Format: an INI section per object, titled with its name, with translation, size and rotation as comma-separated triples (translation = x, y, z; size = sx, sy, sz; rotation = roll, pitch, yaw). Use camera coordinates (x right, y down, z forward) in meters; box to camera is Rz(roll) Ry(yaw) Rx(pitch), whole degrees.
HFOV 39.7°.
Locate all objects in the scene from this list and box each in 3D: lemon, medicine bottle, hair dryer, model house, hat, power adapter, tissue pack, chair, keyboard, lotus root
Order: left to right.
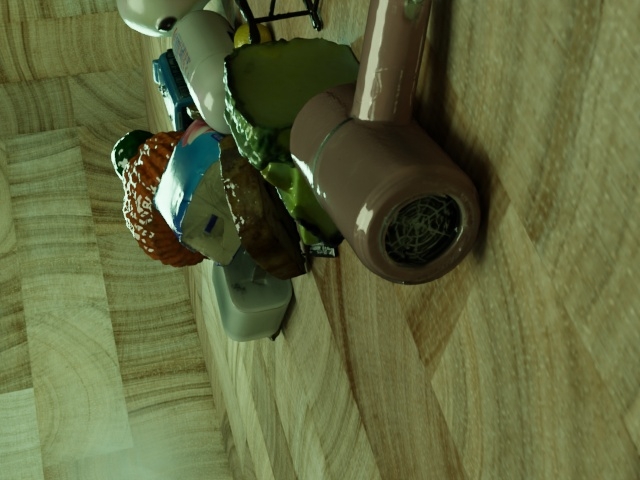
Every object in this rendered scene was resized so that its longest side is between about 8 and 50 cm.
[hat]
translation = -0.309, -0.142, 1.952
size = 0.400, 0.285, 0.285
rotation = -120, 24, -50
[tissue pack]
translation = -0.206, -0.094, 1.612
size = 0.209, 0.137, 0.270
rotation = -63, 27, 7
[medicine bottle]
translation = -0.186, -0.308, 1.635
size = 0.341, 0.130, 0.130
rotation = -117, 22, -52
[power adapter]
translation = -0.132, 0.068, 1.709
size = 0.255, 0.124, 0.187
rotation = 113, 144, -64
[lemon]
translation = -0.109, -0.324, 1.463
size = 0.065, 0.065, 0.092
rotation = 100, 155, -54
[lotus root]
translation = -0.094, -0.052, 1.420
size = 0.170, 0.074, 0.260
rotation = -37, -68, -77
[chair]
translation = -0.066, -0.387, 1.162
size = 0.106, 0.113, 0.229
rotation = 113, 141, -63
[model house]
translation = -0.031, -0.113, 1.086
size = 0.211, 0.170, 0.194
rotation = 93, 159, -43
[keyboard]
translation = 0.000, 0.000, 1.365
size = 0.155, 0.010, 0.053
rotation = 178, 84, -76
[hair dryer]
translation = 0.069, -0.156, 0.795
size = 0.210, 0.125, 0.352
rotation = -121, 32, -54

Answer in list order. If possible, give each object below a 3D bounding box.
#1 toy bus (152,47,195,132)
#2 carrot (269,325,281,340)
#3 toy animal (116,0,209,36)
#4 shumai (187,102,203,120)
[toy bus]
translation = -0.303, -0.350, 2.063
size = 0.246, 0.134, 0.113
rotation = -116, 21, -44
[carrot]
translation = -0.149, 0.089, 1.912
size = 0.070, 0.070, 0.342
rotation = 96, 157, -48
[toy animal]
translation = -0.307, -0.546, 1.783
size = 0.212, 0.213, 0.266
rotation = -130, 37, -64
[shumai]
translation = -0.193, -0.242, 1.748
size = 0.105, 0.123, 0.139
rotation = 68, 154, 9
